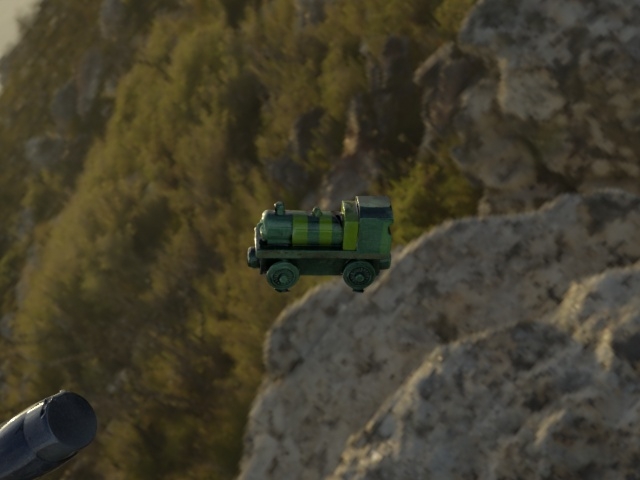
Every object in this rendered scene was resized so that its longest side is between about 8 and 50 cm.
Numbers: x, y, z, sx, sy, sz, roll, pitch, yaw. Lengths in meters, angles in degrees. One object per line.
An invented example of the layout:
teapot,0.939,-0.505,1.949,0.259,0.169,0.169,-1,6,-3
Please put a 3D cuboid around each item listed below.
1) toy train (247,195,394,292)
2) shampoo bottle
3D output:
toy train,0.000,0.000,1.632,0.083,0.200,0.132,-102,14,-56
shampoo bottle,-0.248,0.172,0.882,0.233,0.049,0.087,-32,0,37
